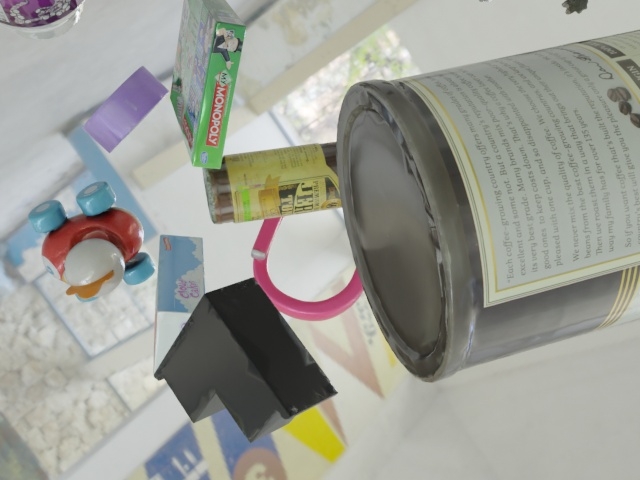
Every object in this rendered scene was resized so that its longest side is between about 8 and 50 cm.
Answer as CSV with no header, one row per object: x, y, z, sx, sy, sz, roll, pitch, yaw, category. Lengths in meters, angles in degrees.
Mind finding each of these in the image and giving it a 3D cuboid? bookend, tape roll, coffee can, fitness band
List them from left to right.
-0.416,-0.281,1.792,0.189,0.080,0.189,-42,-165,14,tape roll
-0.085,0.151,0.892,0.072,0.157,0.156,-17,151,-46,bookend
0.000,0.000,1.462,0.054,0.209,0.291,101,11,-66,fitness band
0.172,-0.036,0.579,0.275,0.202,0.201,-14,-177,-12,coffee can

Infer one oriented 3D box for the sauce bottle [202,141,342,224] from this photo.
-0.010,-0.100,1.322,0.344,0.111,0.111,-9,-175,-7,sauce bottle

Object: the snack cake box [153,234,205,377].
-0.267,0.120,1.578,0.089,0.152,0.264,4,-149,-12,snack cake box

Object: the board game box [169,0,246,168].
-0.184,-0.270,1.305,0.046,0.214,0.317,4,-154,-19,board game box

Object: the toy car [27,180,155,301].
-0.457,0.045,1.629,0.210,0.219,0.238,-19,-151,6,toy car

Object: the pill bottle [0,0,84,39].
-0.365,-0.357,1.010,0.169,0.169,0.301,-36,178,-12,pill bottle

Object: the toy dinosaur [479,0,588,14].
0.355,-0.365,1.047,0.313,0.121,0.160,-11,-136,0,toy dinosaur
